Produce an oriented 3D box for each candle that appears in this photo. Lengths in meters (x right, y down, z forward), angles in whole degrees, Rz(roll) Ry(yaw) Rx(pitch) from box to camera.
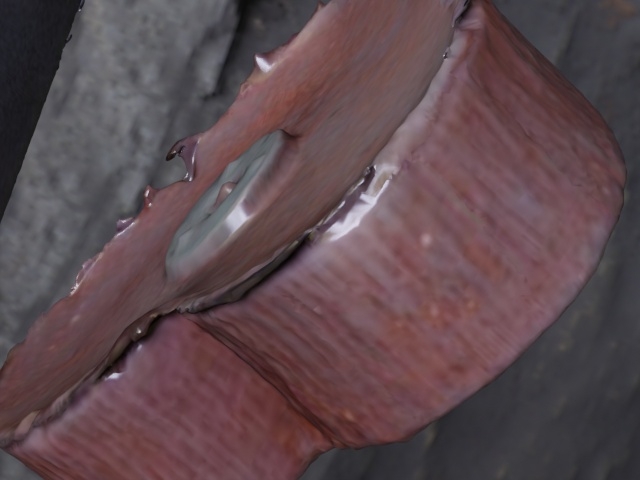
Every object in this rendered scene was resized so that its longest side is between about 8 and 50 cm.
[{"bbox_3d":[0.000,0.000,0.826,0.131,0.317,0.287,42,37,-19],"label":"candle"}]

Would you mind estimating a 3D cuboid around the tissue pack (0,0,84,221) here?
[{"bbox_3d":[-0.265,-0.091,0.918,0.288,0.124,0.394,43,62,-57],"label":"tissue pack"}]
